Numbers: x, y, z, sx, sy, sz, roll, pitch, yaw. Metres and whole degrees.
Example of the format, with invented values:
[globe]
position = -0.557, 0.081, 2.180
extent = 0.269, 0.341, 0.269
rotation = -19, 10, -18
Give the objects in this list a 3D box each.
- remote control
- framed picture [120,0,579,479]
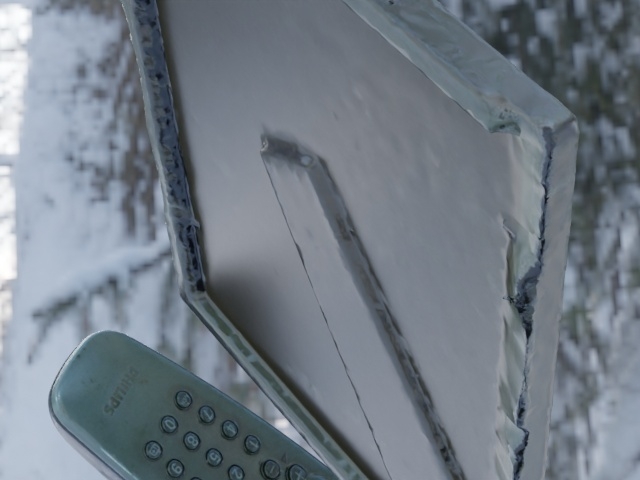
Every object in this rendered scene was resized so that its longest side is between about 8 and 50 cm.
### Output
[remote control]
position = -0.036, 0.125, 0.797
extent = 0.222, 0.072, 0.042
rotation = 39, -32, -14
[framed picture]
position = 0.000, 0.000, 0.531
extent = 0.019, 0.209, 0.281
rotation = -33, -31, -20
